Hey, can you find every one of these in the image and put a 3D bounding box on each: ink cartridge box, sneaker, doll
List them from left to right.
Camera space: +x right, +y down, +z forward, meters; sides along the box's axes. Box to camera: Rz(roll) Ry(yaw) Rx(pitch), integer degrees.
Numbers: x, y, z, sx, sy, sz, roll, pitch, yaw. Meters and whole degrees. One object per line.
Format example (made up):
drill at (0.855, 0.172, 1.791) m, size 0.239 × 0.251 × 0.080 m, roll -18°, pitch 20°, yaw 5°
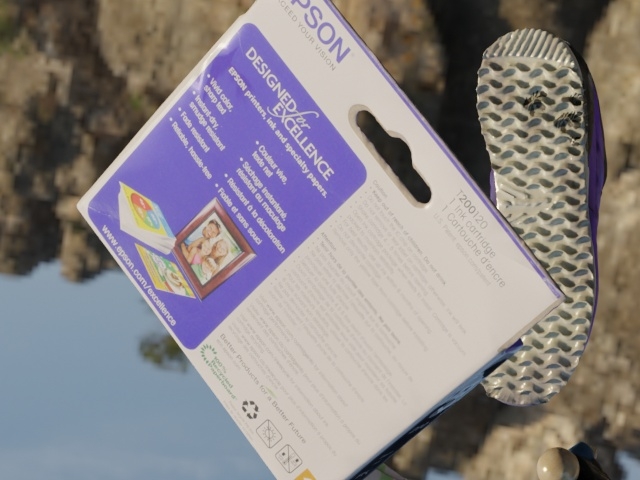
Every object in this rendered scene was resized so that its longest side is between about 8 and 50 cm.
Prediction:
ink cartridge box at (0.000, 0.000, 0.839) m, size 0.206 × 0.208 × 0.045 m, roll 53°, pitch -142°, yaw 9°
sneaker at (0.184, -0.018, 1.363) m, size 0.102 × 0.293 × 0.146 m, roll 5°, pitch -174°, yaw 19°
doll at (0.256, 0.242, 1.542) m, size 0.189 × 0.046 × 0.129 m, roll 45°, pitch -157°, yaw -35°

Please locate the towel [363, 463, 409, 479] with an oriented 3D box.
towel at (0.093, 0.311, 1.341) m, size 0.325 × 0.248 × 0.038 m, roll 31°, pitch 143°, yaw -21°
